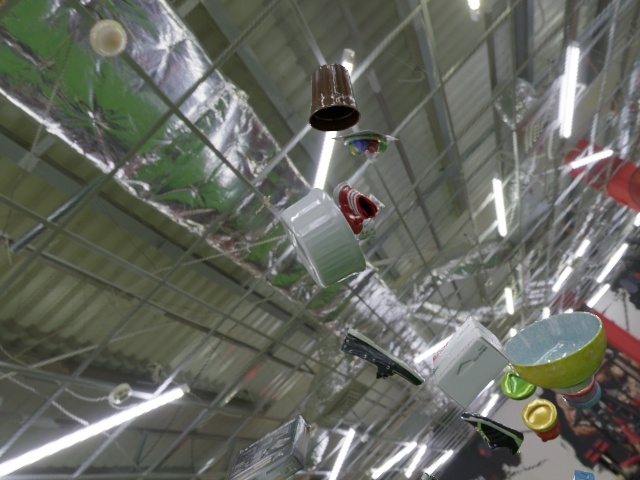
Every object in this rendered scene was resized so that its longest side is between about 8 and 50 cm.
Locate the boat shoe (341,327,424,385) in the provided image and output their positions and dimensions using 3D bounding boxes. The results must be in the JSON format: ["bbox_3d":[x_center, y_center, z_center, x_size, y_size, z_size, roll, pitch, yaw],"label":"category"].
[{"bbox_3d":[0.228,0.469,1.954,0.113,0.340,0.127,-57,-9,-5],"label":"boat shoe"}]

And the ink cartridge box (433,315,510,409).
[{"bbox_3d":[0.451,0.364,1.571,0.197,0.114,0.273,-51,-7,10],"label":"ink cartridge box"}]

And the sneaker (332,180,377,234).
[{"bbox_3d":[0.112,-0.069,1.541,0.087,0.128,0.221,-44,-38,-11],"label":"sneaker"}]

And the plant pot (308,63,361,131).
[{"bbox_3d":[0.038,-0.458,1.636,0.167,0.165,0.167,-5,-17,-2],"label":"plant pot"}]

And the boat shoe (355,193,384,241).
[{"bbox_3d":[0.162,-0.050,1.888,0.277,0.096,0.098,-59,1,-27],"label":"boat shoe"}]

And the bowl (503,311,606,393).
[{"bbox_3d":[0.695,0.344,1.482,0.289,0.156,0.289,-29,5,3],"label":"bowl"}]

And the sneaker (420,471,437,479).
[{"bbox_3d":[0.433,0.954,2.034,0.109,0.040,0.043,39,-90,-28],"label":"sneaker"}]

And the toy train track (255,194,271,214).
[{"bbox_3d":[-0.192,-0.118,1.710,0.014,0.048,0.083,15,-56,-46],"label":"toy train track"}]

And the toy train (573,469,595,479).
[{"bbox_3d":[0.917,0.899,1.786,0.105,0.080,0.184,-39,-53,-60],"label":"toy train"}]

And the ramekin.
[{"bbox_3d":[0.000,0.000,1.454,0.135,0.277,0.277,-30,-34,-9],"label":"ramekin"}]

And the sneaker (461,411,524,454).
[{"bbox_3d":[0.596,0.677,1.785,0.084,0.235,0.097,93,-160,-81],"label":"sneaker"}]

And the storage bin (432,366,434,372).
[{"bbox_3d":[0.497,0.504,1.974,0.098,0.135,0.091,36,-84,-16],"label":"storage bin"}]

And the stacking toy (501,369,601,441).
[{"bbox_3d":[0.845,0.564,1.891,0.309,0.279,0.130,-38,-64,-2],"label":"stacking toy"}]

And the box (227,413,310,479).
[{"bbox_3d":[-0.139,0.588,1.379,0.231,0.056,0.183,-35,8,10],"label":"box"}]

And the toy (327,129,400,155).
[{"bbox_3d":[0.139,-0.287,1.553,0.237,0.137,0.056,-12,-85,-59],"label":"toy"}]
